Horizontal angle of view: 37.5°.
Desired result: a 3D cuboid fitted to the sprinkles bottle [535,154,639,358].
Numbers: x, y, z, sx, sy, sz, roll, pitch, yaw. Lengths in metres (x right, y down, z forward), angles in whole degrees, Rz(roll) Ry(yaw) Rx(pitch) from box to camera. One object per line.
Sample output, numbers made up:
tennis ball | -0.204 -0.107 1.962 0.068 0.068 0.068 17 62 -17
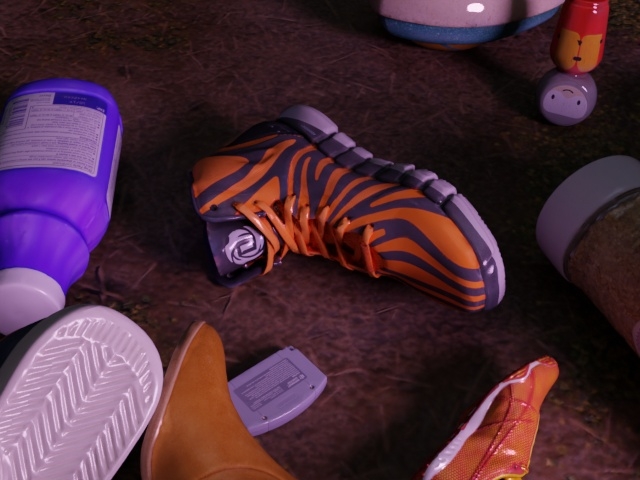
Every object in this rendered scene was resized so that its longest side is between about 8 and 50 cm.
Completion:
sprinkles bottle | 0.318 0.079 0.757 0.121 0.121 0.355 -15 46 -19

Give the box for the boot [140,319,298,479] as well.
boot | -0.021 0.193 0.640 0.211 0.104 0.295 8 48 -3

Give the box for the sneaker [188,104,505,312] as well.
sneaker | 0.000 0.000 0.837 0.180 0.124 0.321 -31 42 -26

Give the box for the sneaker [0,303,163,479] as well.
sneaker | -0.243 0.192 0.614 0.350 0.131 0.148 -50 18 -22

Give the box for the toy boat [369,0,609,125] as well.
toy boat | 0.208 -0.258 1.112 0.268 0.148 0.318 -17 39 -27

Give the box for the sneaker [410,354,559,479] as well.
sneaker | 0.136 0.155 0.721 0.067 0.064 0.175 42 58 9

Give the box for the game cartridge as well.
game cartridge | -0.039 0.123 0.763 0.083 0.017 0.056 -29 49 -30

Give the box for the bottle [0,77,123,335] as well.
bottle | -0.250 -0.037 0.861 0.118 0.092 0.282 -1 44 -4
